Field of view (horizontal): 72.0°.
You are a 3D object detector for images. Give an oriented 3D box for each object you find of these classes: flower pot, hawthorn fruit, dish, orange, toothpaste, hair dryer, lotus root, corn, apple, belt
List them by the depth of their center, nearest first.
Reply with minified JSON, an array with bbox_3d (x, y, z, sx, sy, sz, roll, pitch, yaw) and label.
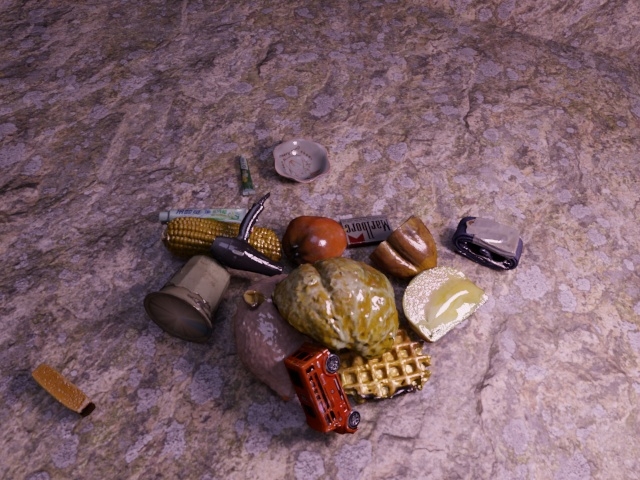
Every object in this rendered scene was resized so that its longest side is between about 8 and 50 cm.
[{"bbox_3d":[0.073,0.162,1.177,0.368,0.210,0.271,21,31,-32],"label":"orange"},{"bbox_3d":[-0.375,0.153,1.292,0.212,0.212,0.203,16,48,5],"label":"flower pot"},{"bbox_3d":[-0.187,-0.028,1.345,0.235,0.091,0.272,23,80,-14],"label":"hair dryer"},{"bbox_3d":[0.358,0.186,1.365,0.265,0.120,0.193,-31,77,-21],"label":"apple"},{"bbox_3d":[0.285,0.050,1.436,0.199,0.188,0.180,-28,73,-25],"label":"lotus root"},{"bbox_3d":[-0.315,0.002,1.436,0.387,0.144,0.144,5,55,-6],"label":"corn"},{"bbox_3d":[0.000,0.000,1.450,0.251,0.199,0.199,-24,59,-41],"label":"hawthorn fruit"},{"bbox_3d":[0.569,0.015,1.506,0.230,0.140,0.126,26,56,10],"label":"belt"},{"bbox_3d":[-0.409,-0.085,1.543,0.296,0.048,0.075,-1,52,-11],"label":"toothpaste"},{"bbox_3d":[-0.286,-0.254,1.679,0.049,0.031,0.204,-9,58,-11],"label":"toothpaste"},{"bbox_3d":[-0.076,-0.290,1.697,0.229,0.081,0.230,4,57,-6],"label":"dish"}]

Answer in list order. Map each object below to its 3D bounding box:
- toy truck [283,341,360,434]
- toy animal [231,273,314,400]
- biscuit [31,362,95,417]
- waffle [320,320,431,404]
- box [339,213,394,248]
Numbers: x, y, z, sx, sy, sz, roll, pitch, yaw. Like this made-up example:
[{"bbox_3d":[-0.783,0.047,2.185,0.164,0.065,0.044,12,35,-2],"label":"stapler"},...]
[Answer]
[{"bbox_3d":[0.003,0.394,1.126,0.114,0.107,0.253,-28,105,-34],"label":"toy truck"},{"bbox_3d":[-0.134,0.260,1.230,0.226,0.188,0.359,9,52,-28],"label":"toy animal"},{"bbox_3d":[-0.682,0.399,1.170,0.188,0.056,0.052,31,60,14],"label":"biscuit"},{"bbox_3d":[0.157,0.347,1.285,0.312,0.060,0.307,-38,64,-27],"label":"waffle"},{"bbox_3d":[0.168,-0.033,1.565,0.177,0.036,0.115,-7,56,-11],"label":"box"}]
